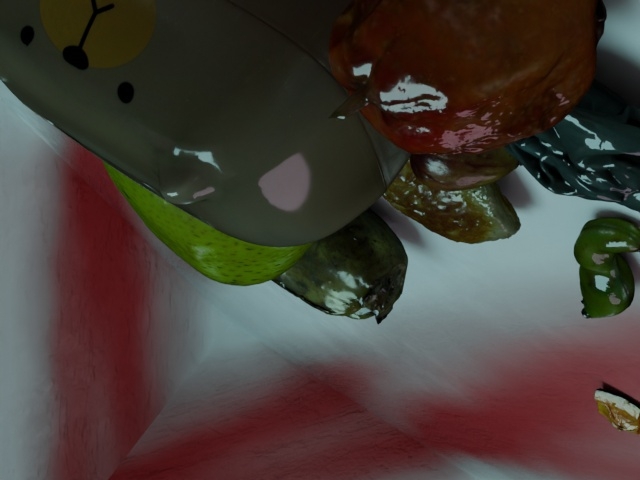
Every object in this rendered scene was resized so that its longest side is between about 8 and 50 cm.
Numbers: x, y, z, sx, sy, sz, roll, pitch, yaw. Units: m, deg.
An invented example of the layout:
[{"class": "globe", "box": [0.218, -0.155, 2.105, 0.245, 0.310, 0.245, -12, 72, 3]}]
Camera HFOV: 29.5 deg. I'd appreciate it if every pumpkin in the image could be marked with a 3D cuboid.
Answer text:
[{"class": "pumpkin", "box": [0.404, 0.235, 1.655, 0.073, 0.035, 0.101, 34, 170, 31]}]

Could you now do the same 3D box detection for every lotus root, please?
[{"class": "lotus root", "box": [0.000, 0.000, 1.660, 0.275, 0.160, 0.152, 33, -156, 29]}]

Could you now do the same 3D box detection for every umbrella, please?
[{"class": "umbrella", "box": [0.220, -0.062, 0.917, 0.349, 0.094, 0.143, 40, 161, 7]}]

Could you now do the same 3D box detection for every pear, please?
[{"class": "pear", "box": [-0.124, -0.076, 1.484, 0.342, 0.238, 0.318, 31, 152, 28]}]

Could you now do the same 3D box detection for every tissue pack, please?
[{"class": "tissue pack", "box": [-0.104, -0.166, 1.039, 0.387, 0.277, 0.267, 33, 170, 26]}]

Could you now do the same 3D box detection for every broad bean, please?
[{"class": "broad bean", "box": [0.281, 0.031, 1.197, 0.070, 0.048, 0.214, 35, 165, 19]}]

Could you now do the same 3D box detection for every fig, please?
[{"class": "fig", "box": [0.148, -0.080, 1.120, 0.125, 0.089, 0.089, 17, 165, 7]}]

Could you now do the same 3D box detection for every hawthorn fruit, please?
[{"class": "hawthorn fruit", "box": [0.100, -0.132, 0.796, 0.173, 0.173, 0.179, 36, -149, 10]}]

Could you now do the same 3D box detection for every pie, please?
[{"class": "pie", "box": [0.121, -0.065, 1.245, 0.193, 0.079, 0.163, 39, 163, 1]}]
